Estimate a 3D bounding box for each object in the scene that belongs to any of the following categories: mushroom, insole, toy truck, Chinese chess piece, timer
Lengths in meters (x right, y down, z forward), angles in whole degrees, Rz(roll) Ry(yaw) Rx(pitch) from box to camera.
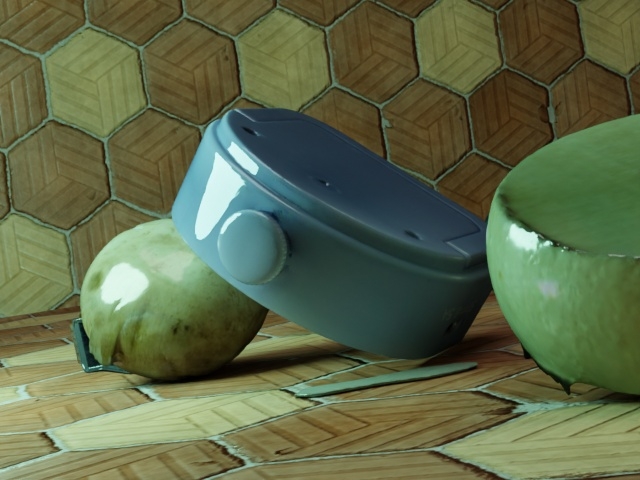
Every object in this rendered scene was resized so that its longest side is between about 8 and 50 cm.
[{"bbox_3d":[-0.181,0.076,1.667,0.255,0.255,0.184,-8,-41,-4],"label":"mushroom"},{"bbox_3d":[0.070,0.142,1.376,0.197,0.004,0.065,-8,2,-15],"label":"insole"},{"bbox_3d":[-0.274,0.134,1.831,0.092,0.083,0.192,-15,6,-30],"label":"toy truck"},{"bbox_3d":[0.319,0.002,1.155,0.349,0.146,0.349,-12,22,5],"label":"Chinese chess piece"},{"bbox_3d":[0.000,0.000,1.557,0.395,0.173,0.395,25,18,-9],"label":"timer"}]

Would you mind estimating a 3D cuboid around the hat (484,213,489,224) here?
[{"bbox_3d":[0.297,0.042,2.262,0.227,0.129,0.140,14,56,34],"label":"hat"}]
